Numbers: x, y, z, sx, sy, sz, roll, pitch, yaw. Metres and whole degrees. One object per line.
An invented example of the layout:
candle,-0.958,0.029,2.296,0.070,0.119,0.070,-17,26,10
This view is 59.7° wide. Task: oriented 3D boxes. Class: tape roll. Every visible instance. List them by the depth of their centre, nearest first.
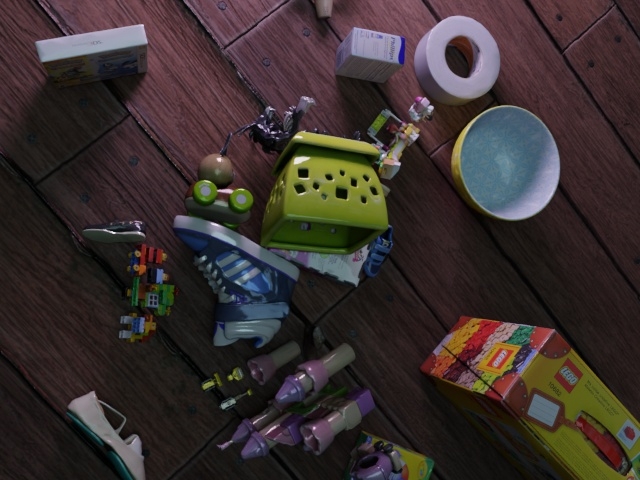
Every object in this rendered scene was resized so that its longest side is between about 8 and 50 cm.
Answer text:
tape roll,0.362,-0.472,1.474,0.219,0.072,0.219,1,88,-17

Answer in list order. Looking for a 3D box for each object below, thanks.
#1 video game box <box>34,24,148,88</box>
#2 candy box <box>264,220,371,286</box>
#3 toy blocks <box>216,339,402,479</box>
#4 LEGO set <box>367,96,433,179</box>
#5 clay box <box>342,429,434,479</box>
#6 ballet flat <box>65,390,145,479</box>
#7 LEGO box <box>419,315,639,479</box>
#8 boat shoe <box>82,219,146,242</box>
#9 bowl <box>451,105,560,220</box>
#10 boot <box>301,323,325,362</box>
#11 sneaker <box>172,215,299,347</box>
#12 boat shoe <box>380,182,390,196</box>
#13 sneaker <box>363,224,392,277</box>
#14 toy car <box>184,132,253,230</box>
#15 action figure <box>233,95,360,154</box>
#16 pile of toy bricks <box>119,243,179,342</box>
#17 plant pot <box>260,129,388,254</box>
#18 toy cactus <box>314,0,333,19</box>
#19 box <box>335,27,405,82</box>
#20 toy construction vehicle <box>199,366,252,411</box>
video game box,-0.466,-0.381,1.164,0.205,0.187,0.048,-17,92,-16
candy box,0.000,0.000,1.341,0.233,0.071,0.159,23,78,-13
toy blocks,-0.048,0.401,1.178,0.260,0.288,0.309,-27,98,-33
LEGO set,0.166,-0.248,1.373,0.107,0.132,0.287,38,55,-6
clay box,0.180,0.572,1.375,0.222,0.053,0.127,25,81,-13
ballet flat,-0.435,0.425,1.192,0.086,0.086,0.248,-39,97,-15
LEGO box,0.531,0.429,1.321,0.500,0.372,0.193,46,76,-10
boat shoe,-0.452,-0.022,1.226,0.133,0.049,0.042,0,59,-10
bowl,0.447,-0.187,1.440,0.289,0.156,0.289,1,87,-17
boot,-0.014,0.249,1.302,0.037,0.114,0.106,-5,88,-16
sneaker,-0.217,0.110,1.240,0.322,0.130,0.236,28,76,-19
boat shoe,0.087,-0.129,1.383,0.170,0.063,0.059,15,85,-6
sneaker,0.143,0.021,1.386,0.053,0.059,0.144,15,84,-32
toy car,-0.218,-0.140,1.254,0.149,0.155,0.188,12,71,-16
action figure,-0.056,-0.257,1.300,0.275,0.164,0.141,11,94,-25
pile of toy bricks,-0.361,0.116,1.223,0.105,0.118,0.212,15,71,-47
plant pot,0.002,-0.101,1.203,0.227,0.228,0.207,7,74,-17
toy cactus,0.012,-0.645,1.374,0.219,0.112,0.180,-8,99,-25
box,0.121,-0.453,1.374,0.137,0.126,0.072,6,84,-17
toy construction vehicle,-0.217,0.341,1.283,0.098,0.035,0.086,-26,84,-19
